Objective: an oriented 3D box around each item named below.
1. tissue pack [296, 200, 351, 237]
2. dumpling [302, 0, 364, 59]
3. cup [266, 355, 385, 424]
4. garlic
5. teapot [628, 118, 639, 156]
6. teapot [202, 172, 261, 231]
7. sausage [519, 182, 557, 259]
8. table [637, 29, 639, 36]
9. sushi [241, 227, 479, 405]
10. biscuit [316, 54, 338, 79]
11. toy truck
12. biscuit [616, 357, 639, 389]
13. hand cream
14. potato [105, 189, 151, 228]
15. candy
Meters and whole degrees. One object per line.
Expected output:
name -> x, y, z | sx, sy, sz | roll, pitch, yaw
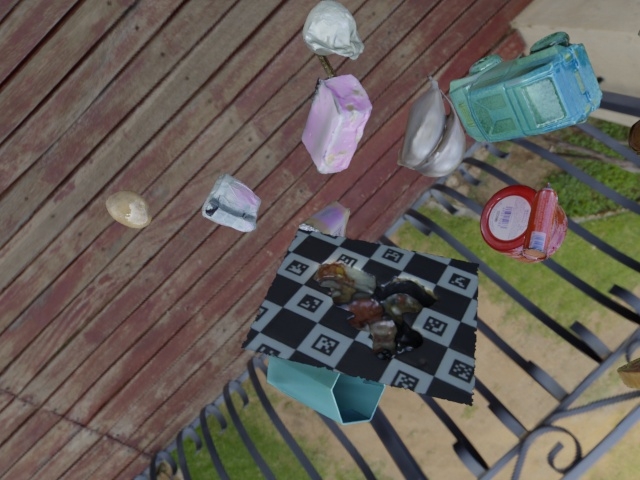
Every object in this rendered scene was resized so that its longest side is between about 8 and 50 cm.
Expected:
tissue pack -> 0.000, 0.000, 1.821 | 0.123, 0.257, 0.214 | 20, 119, 16
dumpling -> 0.046, -0.618, 1.572 | 0.193, 0.258, 0.147 | 24, 136, -12
cup -> 0.002, 0.277, 1.081 | 0.148, 0.236, 0.134 | 13, 82, -38
garlic -> 0.413, -0.386, 1.869 | 0.232, 0.246, 0.339 | 17, 112, 2
teapot -> 0.376, -0.094, 0.546 | 0.129, 0.098, 0.078 | -5, 106, -44
teapot -> -0.279, -0.119, 1.723 | 0.178, 0.221, 0.163 | 27, 85, -13
sausage -> 0.392, -0.038, 0.938 | 0.048, 0.050, 0.145 | 17, 72, 2
table -> 0.526, -0.375, 0.771 | 0.122, 0.240, 0.111 | -35, 83, 27
sushi -> 0.082, 0.125, 0.863 | 0.340, 0.320, 0.068 | 11, 127, 8
biscuit -> 0.036, -0.527, 1.671 | 0.025, 0.230, 0.131 | -29, 160, 12
toy truck -> 0.370, -0.273, 0.988 | 0.156, 0.279, 0.155 | -39, 110, -23
biscuit -> 0.799, 0.230, 1.062 | 0.365, 0.385, 0.062 | -14, 75, 0
hand cream -> 0.530, -0.043, 1.384 | 0.125, 0.193, 0.193 | 21, 105, -37
potato -> -0.574, -0.093, 1.591 | 0.112, 0.147, 0.112 | -50, 161, -24
candy -> 0.040, -0.331, 1.522 | 0.116, 0.155, 0.265 | -16, 153, -25
